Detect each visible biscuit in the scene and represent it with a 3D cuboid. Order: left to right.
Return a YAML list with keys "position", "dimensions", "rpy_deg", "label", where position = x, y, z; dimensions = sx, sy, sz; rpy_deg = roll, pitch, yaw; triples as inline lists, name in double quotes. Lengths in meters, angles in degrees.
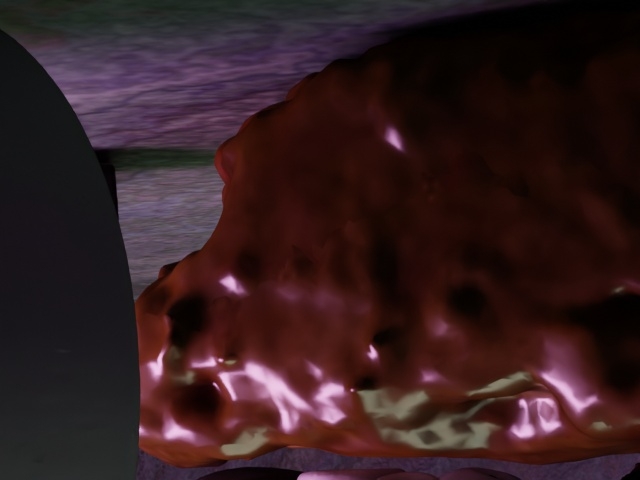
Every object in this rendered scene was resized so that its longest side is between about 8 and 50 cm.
- position: [0.147, 0.013, 0.713]
  dimensions: [0.342, 0.166, 0.395]
  rpy_deg: [-5, 172, 28]
  label: "biscuit"

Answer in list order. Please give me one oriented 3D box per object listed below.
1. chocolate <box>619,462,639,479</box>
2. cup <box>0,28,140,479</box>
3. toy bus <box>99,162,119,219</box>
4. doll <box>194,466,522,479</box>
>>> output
- position: [0.151, 0.089, 0.572]
  dimensions: [0.086, 0.028, 0.182]
  rpy_deg: [-10, 168, 9]
  label: "chocolate"
- position: [-0.244, 0.035, 0.379]
  dimensions: [0.253, 0.253, 0.371]
  rpy_deg: [-9, 168, 41]
  label: "cup"
- position: [-0.189, -0.012, 0.816]
  dimensions: [0.172, 0.057, 0.072]
  rpy_deg: [-3, -177, -4]
  label: "toy bus"
- position: [0.010, 0.155, 0.680]
  dimensions: [0.182, 0.117, 0.257]
  rpy_deg: [2, 173, -41]
  label: "doll"
